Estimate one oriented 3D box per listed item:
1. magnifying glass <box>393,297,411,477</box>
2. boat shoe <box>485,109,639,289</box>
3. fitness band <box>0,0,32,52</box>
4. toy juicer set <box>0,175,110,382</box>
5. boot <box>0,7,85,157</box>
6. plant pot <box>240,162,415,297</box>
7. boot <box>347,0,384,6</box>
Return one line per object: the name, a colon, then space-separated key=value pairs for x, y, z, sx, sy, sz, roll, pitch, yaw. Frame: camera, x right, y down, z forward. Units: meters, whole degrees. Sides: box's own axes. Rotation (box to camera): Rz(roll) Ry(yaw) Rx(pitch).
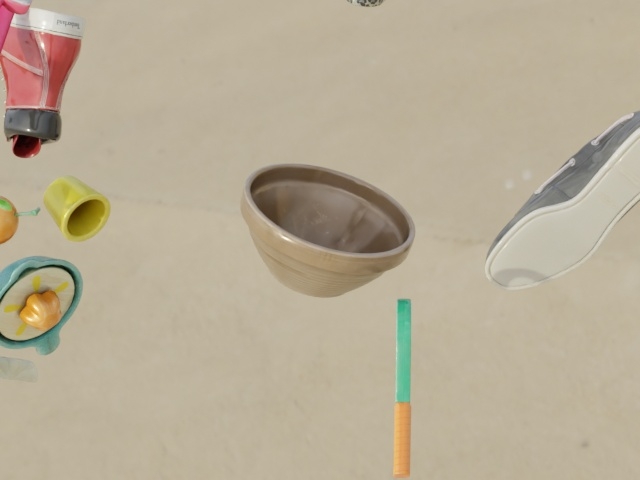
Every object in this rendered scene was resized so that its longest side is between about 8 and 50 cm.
magnifying glass: x=0.104 y=0.185 z=1.733 sx=0.026 sy=0.092 sz=0.231 roll=-1 pitch=69 yaw=3
boat shoe: x=0.366 y=-0.057 z=1.901 sx=0.335 sy=0.112 sz=0.095 roll=-42 pitch=17 yaw=17
fitness band: x=-0.342 y=-0.241 z=1.432 sx=0.209 sy=0.054 sz=0.291 roll=-50 pitch=24 yaw=45
toy juicer set: x=-0.382 y=0.081 z=1.660 sx=0.209 sy=0.329 sz=0.089 roll=-10 pitch=42 yaw=-45
boot: x=-0.368 y=-0.195 z=1.643 sx=0.088 sy=0.176 sz=0.244 roll=7 pitch=9 yaw=-34
plant pot: x=0.000 y=0.000 z=1.821 sx=0.237 sy=0.110 sz=0.237 roll=13 pitch=29 yaw=-7
boot: x=0.094 y=-0.473 z=2.104 sx=0.085 sy=0.179 sz=0.236 roll=16 pitch=29 yaw=8
